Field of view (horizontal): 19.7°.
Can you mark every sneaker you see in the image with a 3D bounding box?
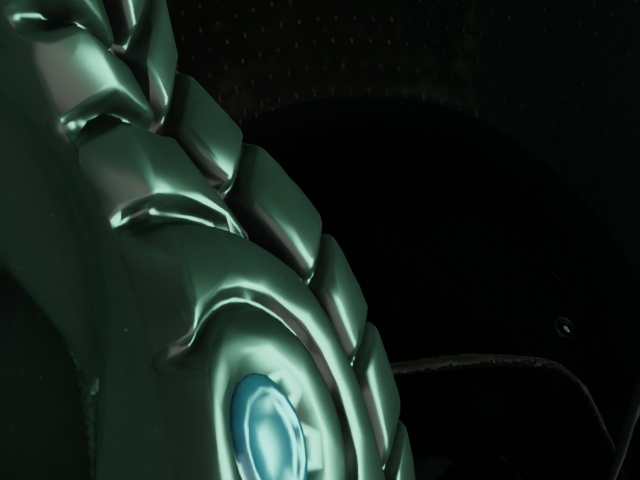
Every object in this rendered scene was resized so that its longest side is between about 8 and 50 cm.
[{"bbox_3d":[-0.078,0.013,0.457,0.125,0.139,0.341,-28,99,-67],"label":"sneaker"}]

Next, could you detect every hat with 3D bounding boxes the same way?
[{"bbox_3d":[0.019,0.056,0.580,0.134,0.331,0.331,88,13,-75],"label":"hat"}]
